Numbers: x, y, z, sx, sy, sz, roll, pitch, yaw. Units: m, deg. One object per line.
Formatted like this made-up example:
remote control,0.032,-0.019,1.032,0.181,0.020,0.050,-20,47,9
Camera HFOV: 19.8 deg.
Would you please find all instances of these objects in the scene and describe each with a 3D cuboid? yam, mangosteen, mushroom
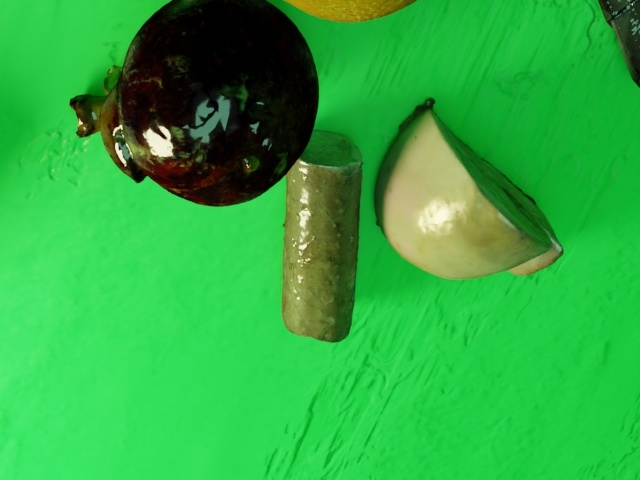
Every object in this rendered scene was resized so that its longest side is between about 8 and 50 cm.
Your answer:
yam,0.000,0.000,2.142,0.093,0.093,0.259,-3,122,-9
mangosteen,-0.144,-0.156,1.972,0.289,0.231,0.231,8,129,31
mushroom,0.161,-0.005,2.121,0.162,0.173,0.236,-42,120,18

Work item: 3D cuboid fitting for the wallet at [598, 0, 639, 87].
wallet,0.380,-0.320,2.044,0.172,0.045,0.318,-25,121,3

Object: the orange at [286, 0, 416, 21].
orange,0.030,-0.356,1.829,0.274,0.274,0.274,-5,122,-8
